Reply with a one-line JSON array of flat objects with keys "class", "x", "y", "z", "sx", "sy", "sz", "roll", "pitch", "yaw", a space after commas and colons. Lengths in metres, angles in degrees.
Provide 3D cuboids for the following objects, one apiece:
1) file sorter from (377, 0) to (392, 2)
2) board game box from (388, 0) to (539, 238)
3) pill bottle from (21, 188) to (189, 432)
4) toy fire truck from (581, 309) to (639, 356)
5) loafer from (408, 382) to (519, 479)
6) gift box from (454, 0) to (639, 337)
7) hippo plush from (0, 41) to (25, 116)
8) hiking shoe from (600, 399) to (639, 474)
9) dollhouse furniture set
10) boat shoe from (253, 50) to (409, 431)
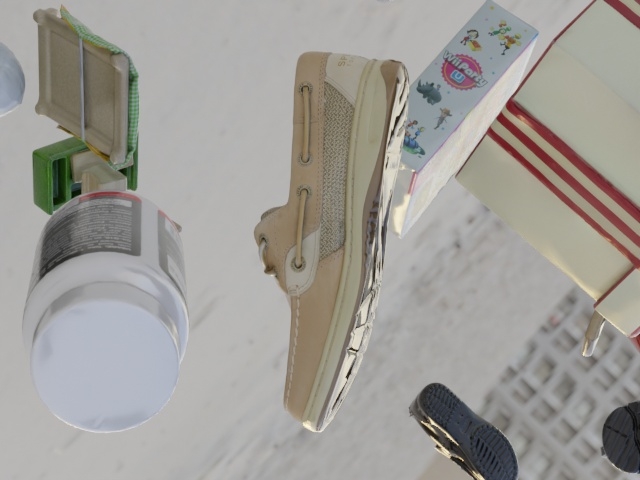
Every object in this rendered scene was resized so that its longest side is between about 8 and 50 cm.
[{"class": "file sorter", "x": 0.126, "y": -0.334, "z": 1.113, "sx": 0.277, "sy": 0.193, "sz": 0.173, "roll": -25, "pitch": 158, "yaw": -34}, {"class": "board game box", "x": 0.183, "y": -0.179, "z": 2.063, "sx": 0.303, "sy": 0.097, "sz": 0.224, "roll": -50, "pitch": 168, "yaw": -22}, {"class": "pill bottle", "x": -0.212, "y": 0.066, "z": 1.385, "sx": 0.161, "sy": 0.161, "sz": 0.283, "roll": -47, "pitch": -161, "yaw": 11}, {"class": "toy fire truck", "x": 0.424, "y": 0.085, "z": 1.788, "sx": 0.246, "sy": 0.158, "sz": 0.217, "roll": -17, "pitch": 127, "yaw": -8}, {"class": "loafer", "x": 0.222, "y": 0.308, "z": 2.165, "sx": 0.080, "sy": 0.220, "sz": 0.078, "roll": -46, "pitch": -170, "yaw": -32}, {"class": "gift box", "x": 0.325, "y": -0.103, "z": 1.248, "sx": 0.276, "sy": 0.258, "sz": 0.255, "roll": -44, "pitch": 172, "yaw": -29}, {"class": "hippo plush", "x": -0.507, "y": -0.219, "z": 1.734, "sx": 0.294, "sy": 0.237, "sz": 0.234, "roll": -17, "pitch": -155, "yaw": 20}, {"class": "hiking shoe", "x": 0.361, "y": 0.162, "z": 1.235, "sx": 0.226, "sy": 0.086, "sz": 0.114, "roll": -5, "pitch": 170, "yaw": 6}, {"class": "dollhouse furniture set", "x": -0.263, "y": -0.155, "z": 1.820, "sx": 0.151, "sy": 0.197, "sz": 0.302, "roll": -22, "pitch": 130, "yaw": -38}, {"class": "boat shoe", "x": 0.000, "y": 0.000, "z": 1.265, "sx": 0.121, "sy": 0.110, "sz": 0.341, "roll": 16, "pitch": 84, "yaw": -79}]
